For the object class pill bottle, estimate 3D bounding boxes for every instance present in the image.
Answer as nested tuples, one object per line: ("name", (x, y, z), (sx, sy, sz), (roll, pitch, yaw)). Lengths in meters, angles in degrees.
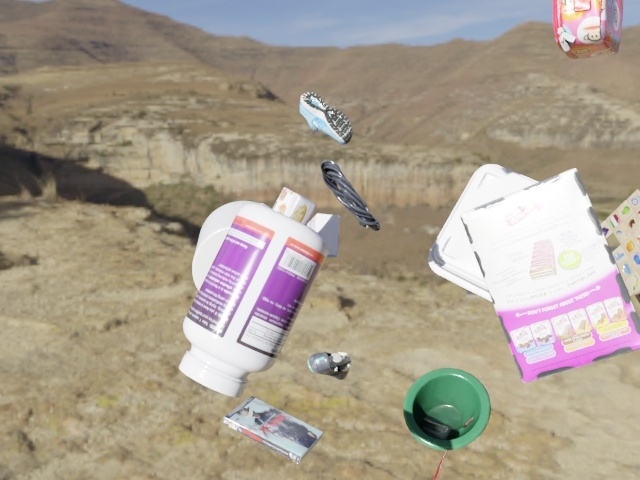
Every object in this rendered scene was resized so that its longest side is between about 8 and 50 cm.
("pill bottle", (-0.127, 0.107, 1.327), (0.181, 0.323, 0.181), (26, -4, 2))

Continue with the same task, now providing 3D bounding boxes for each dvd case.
("dvd case", (-0.064, 0.257, 1.012), (0.119, 0.013, 0.087), (22, 15, 17))

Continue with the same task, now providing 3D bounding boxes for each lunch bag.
("lunch bag", (0.533, -0.522, 1.482), (0.120, 0.293, 0.258), (-1, 3, 29))

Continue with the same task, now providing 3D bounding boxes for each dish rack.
("dish rack", (0.451, -0.026, 1.876), (0.285, 0.333, 0.072), (28, -6, 27))

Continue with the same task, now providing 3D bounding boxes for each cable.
("cable", (0.058, -0.092, 1.565), (0.047, 0.184, 0.150), (-35, 21, 4))

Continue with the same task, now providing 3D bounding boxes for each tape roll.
("tape roll", (-0.192, 0.042, 1.860), (0.246, 0.246, 0.169), (-1, 23, -3))

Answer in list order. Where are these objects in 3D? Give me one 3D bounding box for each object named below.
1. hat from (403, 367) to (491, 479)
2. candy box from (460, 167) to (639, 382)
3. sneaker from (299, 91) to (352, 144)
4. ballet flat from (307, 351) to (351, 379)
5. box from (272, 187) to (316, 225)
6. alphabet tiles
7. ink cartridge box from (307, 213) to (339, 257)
("hat", (0.263, 0.400, 1.584), (0.208, 0.183, 0.173), (-36, 56, -15))
("candy box", (0.297, 0.045, 0.951), (0.159, 0.233, 0.071), (-22, -9, 20))
("sneaker", (0.012, -0.294, 1.829), (0.063, 0.162, 0.073), (-40, -10, -34))
("ballet flat", (0.041, 0.324, 1.941), (0.074, 0.074, 0.203), (6, -11, 29))
("box", (-0.120, 0.041, 1.643), (0.063, 0.324, 0.067), (33, 5, 43))
("alphabet tiles", (0.757, 0.030, 1.780), (0.009, 0.198, 0.237), (1, 52, -28))
("ink cartridge box", (0.000, 0.000, 1.902), (0.060, 0.104, 0.180), (4, -10, -10))
